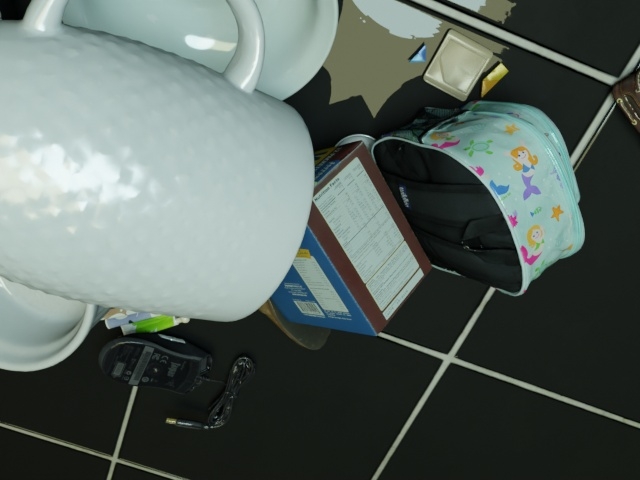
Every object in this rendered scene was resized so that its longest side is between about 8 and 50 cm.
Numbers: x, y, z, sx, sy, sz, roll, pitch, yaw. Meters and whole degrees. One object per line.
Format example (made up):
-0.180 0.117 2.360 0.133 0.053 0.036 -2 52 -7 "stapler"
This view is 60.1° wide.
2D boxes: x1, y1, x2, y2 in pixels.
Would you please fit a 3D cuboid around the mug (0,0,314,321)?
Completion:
-0.194 -0.111 0.558 0.328 0.276 0.374 15 113 -38 "mug"

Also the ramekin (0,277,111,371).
-0.431 0.040 0.822 0.277 0.135 0.277 3 106 9 "ramekin"

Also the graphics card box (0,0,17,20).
-0.483 -0.169 0.683 0.232 0.094 0.371 -14 85 10 "graphics card box"

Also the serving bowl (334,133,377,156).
0.054 -0.115 0.793 0.083 0.027 0.083 2 117 3 "serving bowl"

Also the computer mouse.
-0.261 0.245 0.974 0.261 0.060 0.184 15 114 -21 "computer mouse"

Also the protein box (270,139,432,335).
0.000 0.000 0.743 0.199 0.136 0.201 -2 126 52 "protein box"

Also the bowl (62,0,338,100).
-0.131 -0.289 0.629 0.297 0.134 0.298 -4 152 -2 "bowl"

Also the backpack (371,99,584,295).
0.202 -0.058 0.688 0.191 0.253 0.225 -31 112 -7 "backpack"

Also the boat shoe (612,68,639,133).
0.468 -0.143 0.734 0.207 0.073 0.073 48 148 -15 "boat shoe"

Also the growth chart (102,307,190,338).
-0.350 0.074 0.922 0.171 0.021 0.237 -25 112 17 "growth chart"

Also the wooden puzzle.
0.183 -0.231 0.735 0.116 0.014 0.079 31 110 -12 "wooden puzzle"

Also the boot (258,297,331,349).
-0.094 0.057 0.870 0.115 0.112 0.305 -13 124 44 "boot"
